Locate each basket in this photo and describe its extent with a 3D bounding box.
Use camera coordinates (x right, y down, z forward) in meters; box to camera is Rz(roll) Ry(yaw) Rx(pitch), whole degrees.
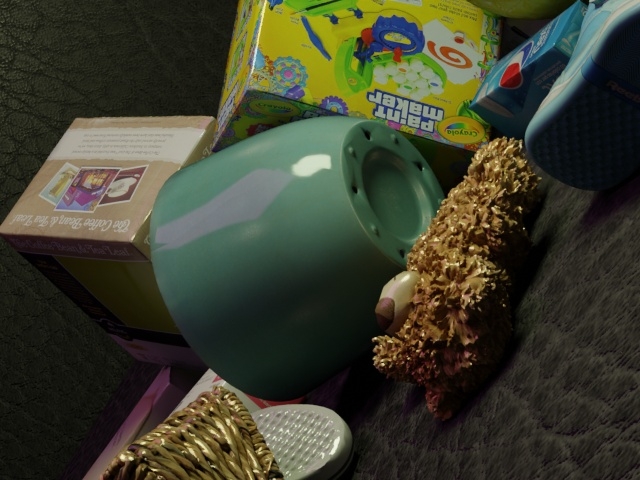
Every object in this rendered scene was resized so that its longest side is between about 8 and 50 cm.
[{"bbox_3d":[-0.142,0.327,1.638,0.299,0.213,0.223,-52,-8,24],"label":"basket"}]

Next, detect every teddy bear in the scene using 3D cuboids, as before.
[{"bbox_3d":[0.124,0.022,1.607,0.245,0.113,0.338,-49,11,47],"label":"teddy bear"}]

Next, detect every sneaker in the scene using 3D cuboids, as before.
[{"bbox_3d":[-0.076,0.268,1.786,0.321,0.127,0.126,-18,36,34],"label":"sneaker"},{"bbox_3d":[0.298,-0.193,1.425,0.319,0.127,0.208,-40,19,56],"label":"sneaker"}]

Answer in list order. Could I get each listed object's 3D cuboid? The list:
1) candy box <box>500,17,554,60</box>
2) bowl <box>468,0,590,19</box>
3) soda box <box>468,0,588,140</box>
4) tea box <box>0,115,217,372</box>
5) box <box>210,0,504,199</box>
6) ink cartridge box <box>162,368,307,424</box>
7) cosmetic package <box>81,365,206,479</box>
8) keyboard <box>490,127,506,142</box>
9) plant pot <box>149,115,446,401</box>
[{"bbox_3d":[0.253,-0.279,2.106,0.165,0.070,0.196,-60,7,-23],"label":"candy box"},{"bbox_3d":[0.298,-0.347,1.865,0.289,0.156,0.289,-54,9,12],"label":"bowl"},{"bbox_3d":[0.243,-0.179,1.820,0.067,0.071,0.210,-59,10,-23],"label":"soda box"},{"bbox_3d":[-0.205,0.009,2.333,0.329,0.323,0.220,5,56,48],"label":"tea box"},{"bbox_3d":[0.049,-0.222,1.994,0.177,0.290,0.279,131,152,-62],"label":"box"},{"bbox_3d":[-0.147,0.260,2.085,0.237,0.100,0.172,-50,8,-23],"label":"ink cartridge box"},{"bbox_3d":[-0.260,0.332,2.485,0.309,0.113,0.160,-55,9,10],"label":"cosmetic package"},{"bbox_3d":[0.241,-0.166,1.990,0.256,0.014,0.072,-53,4,14],"label":"keyboard"},{"bbox_3d":[0.000,0.000,1.835,0.235,0.293,0.293,-28,24,35],"label":"plant pot"}]
